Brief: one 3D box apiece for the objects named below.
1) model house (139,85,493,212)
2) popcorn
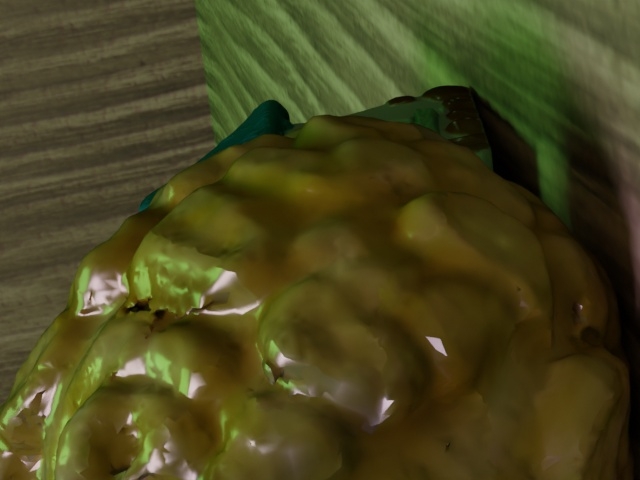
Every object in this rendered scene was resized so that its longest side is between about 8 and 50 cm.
[{"bbox_3d":[0.000,0.000,0.818,0.127,0.149,0.100,-93,-6,-74],"label":"model house"},{"bbox_3d":[-0.002,0.086,0.683,0.190,0.250,0.250,-102,5,-72],"label":"popcorn"}]
